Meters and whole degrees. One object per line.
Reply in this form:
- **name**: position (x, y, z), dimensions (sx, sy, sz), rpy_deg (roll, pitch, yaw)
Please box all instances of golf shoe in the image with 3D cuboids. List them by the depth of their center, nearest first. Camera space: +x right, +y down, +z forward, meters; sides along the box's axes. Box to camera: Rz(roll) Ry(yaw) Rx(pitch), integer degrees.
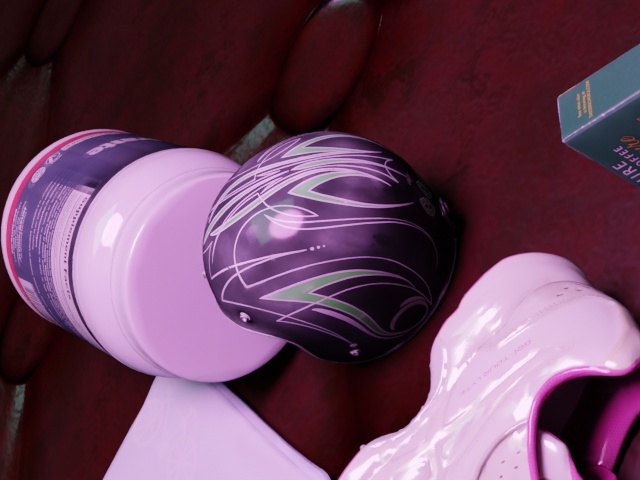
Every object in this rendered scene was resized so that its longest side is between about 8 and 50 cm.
- **golf shoe**: position (0.094, 0.157, 0.880), dimensions (0.306, 0.115, 0.140), rpy_deg (-61, 36, 6)

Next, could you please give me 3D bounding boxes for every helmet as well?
- **helmet**: position (0.000, 0.000, 1.071), dimensions (0.169, 0.161, 0.169), rpy_deg (-34, 43, 38)

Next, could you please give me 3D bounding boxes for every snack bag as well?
- **snack bag**: position (-0.136, 0.276, 1.191), dimensions (0.342, 0.037, 0.323), rpy_deg (-62, 32, 3)

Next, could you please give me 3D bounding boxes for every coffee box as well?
- **coffee box**: position (0.241, -0.092, 0.841), dimensions (0.184, 0.113, 0.040), rpy_deg (-35, 43, 39)

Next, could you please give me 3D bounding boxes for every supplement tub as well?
- **supplement tub**: position (-0.145, 0.009, 1.245), dimensions (0.272, 0.191, 0.191), rpy_deg (17, 82, 57)
